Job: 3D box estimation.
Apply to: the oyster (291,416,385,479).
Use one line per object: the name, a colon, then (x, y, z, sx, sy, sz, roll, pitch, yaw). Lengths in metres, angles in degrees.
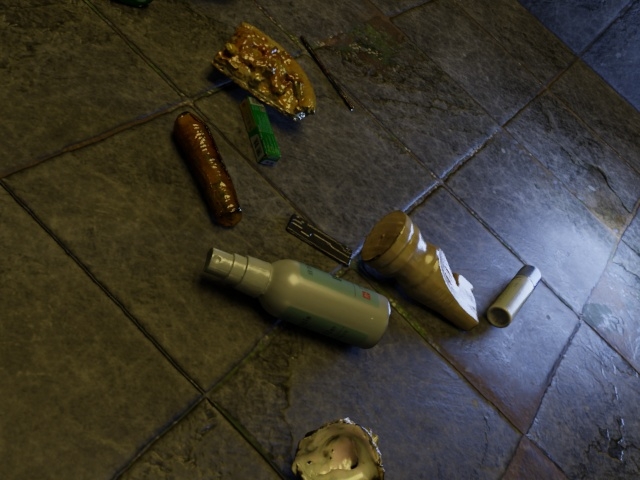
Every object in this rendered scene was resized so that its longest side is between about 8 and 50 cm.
oyster: (0.036, 0.372, 1.237, 0.163, 0.081, 0.191, -38, 97, -26)

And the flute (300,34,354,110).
flute: (0.016, -0.446, 2.011, 0.014, 0.014, 0.269, -13, 62, -44)

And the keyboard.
keyboard: (0.000, 0.000, 1.587, 0.155, 0.010, 0.053, 33, 41, -10)

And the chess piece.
chess piece: (0.231, 0.075, 1.633, 0.301, 0.137, 0.137, 40, 38, -21)

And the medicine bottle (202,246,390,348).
medicine bottle: (-0.045, 0.095, 1.385, 0.352, 0.110, 0.110, 22, 43, -20)

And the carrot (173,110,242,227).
carrot: (-0.223, -0.143, 1.502, 0.070, 0.070, 0.260, -4, 59, -41)

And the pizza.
pizza: (-0.110, -0.411, 1.808, 0.258, 0.087, 0.268, 33, 28, -12)

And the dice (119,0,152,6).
dice: (-0.427, -0.624, 1.734, 0.120, 0.128, 0.131, 6, 50, -36)

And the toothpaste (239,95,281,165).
toothpaste: (-0.135, -0.245, 1.687, 0.043, 0.037, 0.178, 9, 49, -38)

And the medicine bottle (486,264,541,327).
medicine bottle: (0.459, 0.129, 1.793, 0.059, 0.059, 0.231, 46, 39, 7)
